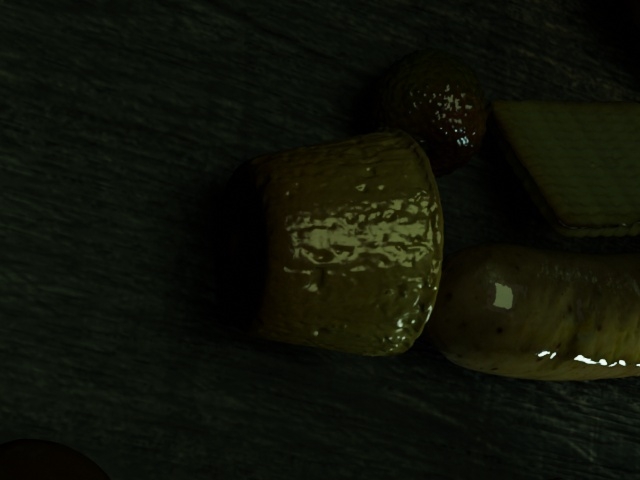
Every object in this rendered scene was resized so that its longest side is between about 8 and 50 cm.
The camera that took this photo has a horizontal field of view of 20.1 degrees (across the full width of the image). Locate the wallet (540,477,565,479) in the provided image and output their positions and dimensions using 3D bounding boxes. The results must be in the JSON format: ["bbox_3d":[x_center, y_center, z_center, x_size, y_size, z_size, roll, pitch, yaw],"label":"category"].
[{"bbox_3d":[0.125,0.290,1.623,0.255,0.031,0.137,1,80,-33],"label":"wallet"}]

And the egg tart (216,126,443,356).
[{"bbox_3d":[0.000,0.000,1.513,0.147,0.202,0.202,1,79,-21],"label":"egg tart"}]

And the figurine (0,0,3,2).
[{"bbox_3d":[-0.362,-0.150,1.315,0.387,0.166,0.207,-52,146,-37],"label":"figurine"}]

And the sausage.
[{"bbox_3d":[0.302,0.065,1.731,0.501,0.123,0.136,-2,93,-34],"label":"sausage"}]

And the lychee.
[{"bbox_3d":[0.099,-0.114,1.640,0.114,0.114,0.146,39,44,-22],"label":"lychee"}]

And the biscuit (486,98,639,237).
[{"bbox_3d":[0.285,-0.070,1.761,0.254,0.029,0.172,-1,50,-35],"label":"biscuit"}]

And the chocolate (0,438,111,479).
[{"bbox_3d":[-0.207,0.210,1.353,0.127,0.133,0.124,29,62,-29],"label":"chocolate"}]

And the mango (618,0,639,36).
[{"bbox_3d":[0.413,-0.244,1.852,0.287,0.153,0.201,41,66,-20],"label":"mango"}]
